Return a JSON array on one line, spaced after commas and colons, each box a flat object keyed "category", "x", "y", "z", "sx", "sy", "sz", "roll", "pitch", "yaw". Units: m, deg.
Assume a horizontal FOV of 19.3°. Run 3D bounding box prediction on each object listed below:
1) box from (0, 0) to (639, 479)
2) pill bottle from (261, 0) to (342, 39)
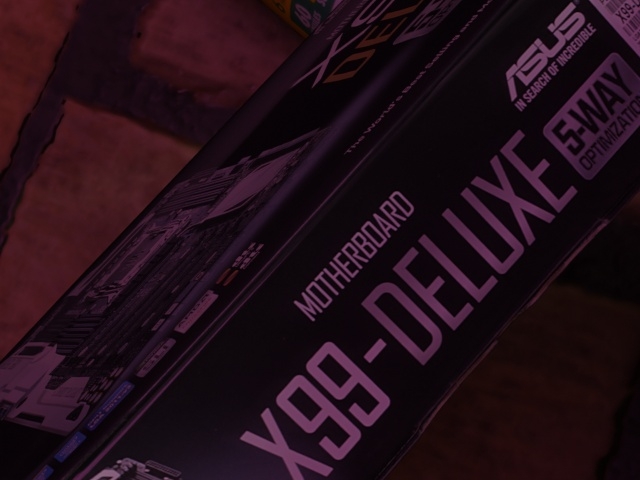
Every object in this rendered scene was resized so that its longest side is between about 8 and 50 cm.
[{"category": "box", "x": 0.000, "y": 0.000, "z": 0.658, "sx": 0.076, "sy": 0.242, "sz": 0.307, "roll": 45, "pitch": 79, "yaw": -13}, {"category": "pill bottle", "x": -0.019, "y": -0.181, "z": 0.879, "sx": 0.117, "sy": 0.117, "sz": 0.208, "roll": -44, "pitch": 73, "yaw": -8}]
